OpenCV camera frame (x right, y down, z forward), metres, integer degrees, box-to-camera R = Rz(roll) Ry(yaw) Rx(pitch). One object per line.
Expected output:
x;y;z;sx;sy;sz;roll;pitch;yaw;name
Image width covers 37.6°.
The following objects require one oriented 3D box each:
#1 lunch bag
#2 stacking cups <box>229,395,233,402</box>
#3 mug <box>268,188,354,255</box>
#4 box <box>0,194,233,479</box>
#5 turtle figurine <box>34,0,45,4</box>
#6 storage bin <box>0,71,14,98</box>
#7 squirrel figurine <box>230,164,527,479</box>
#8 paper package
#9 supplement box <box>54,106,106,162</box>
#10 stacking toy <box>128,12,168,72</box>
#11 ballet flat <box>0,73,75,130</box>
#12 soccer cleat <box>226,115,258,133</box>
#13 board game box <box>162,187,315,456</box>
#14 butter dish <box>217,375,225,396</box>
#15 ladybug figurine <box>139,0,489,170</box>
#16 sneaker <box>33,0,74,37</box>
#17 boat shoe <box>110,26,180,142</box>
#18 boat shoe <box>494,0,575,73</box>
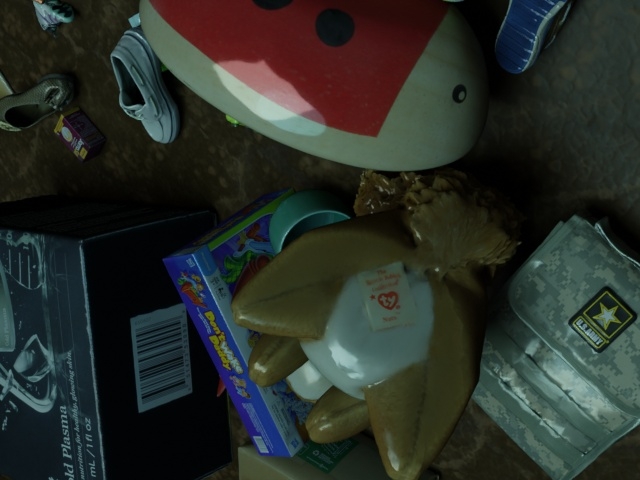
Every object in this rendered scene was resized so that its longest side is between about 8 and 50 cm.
0.325;0.129;1.173;0.235;0.169;0.287;45;131;15;lunch bag
-0.209;0.231;1.775;0.316;0.096;0.096;22;130;34;stacking cups
-0.009;-0.001;1.408;0.097;0.129;0.157;-120;14;-54;mug
-0.434;0.181;1.701;0.472;0.297;0.480;7;105;41;box
-0.496;-0.527;1.518;0.269;0.087;0.217;47;131;19;turtle figurine
-0.773;-0.313;1.780;0.123;0.260;0.262;-23;100;51;storage bin
0.087;0.080;1.215;0.281;0.397;0.370;37;168;5;squirrel figurine
0.029;0.491;1.672;0.325;0.168;0.309;23;128;30;paper package
-0.441;-0.193;1.723;0.083;0.043;0.055;48;137;5;supplement box
-0.248;-0.354;1.440;0.221;0.052;0.167;-15;106;46;stacking toy
-0.534;-0.243;1.742;0.250;0.084;0.058;-15;72;41;ballet flat
-0.031;-0.221;1.331;0.289;0.093;0.121;-8;81;49;soccer cleat
-0.069;0.125;1.464;0.078;0.233;0.347;-11;110;45;board game box
-0.092;0.196;1.619;0.118;0.160;0.160;27;136;-6;butter dish
-0.003;-0.248;1.088;0.449;0.305;0.162;24;136;3;ladybug figurine
-0.457;-0.378;1.621;0.098;0.038;0.069;36;138;31;sneaker
-0.290;-0.233;1.504;0.083;0.076;0.226;22;145;28;boat shoe
0.250;-0.273;1.042;0.066;0.066;0.183;42;142;15;boat shoe
